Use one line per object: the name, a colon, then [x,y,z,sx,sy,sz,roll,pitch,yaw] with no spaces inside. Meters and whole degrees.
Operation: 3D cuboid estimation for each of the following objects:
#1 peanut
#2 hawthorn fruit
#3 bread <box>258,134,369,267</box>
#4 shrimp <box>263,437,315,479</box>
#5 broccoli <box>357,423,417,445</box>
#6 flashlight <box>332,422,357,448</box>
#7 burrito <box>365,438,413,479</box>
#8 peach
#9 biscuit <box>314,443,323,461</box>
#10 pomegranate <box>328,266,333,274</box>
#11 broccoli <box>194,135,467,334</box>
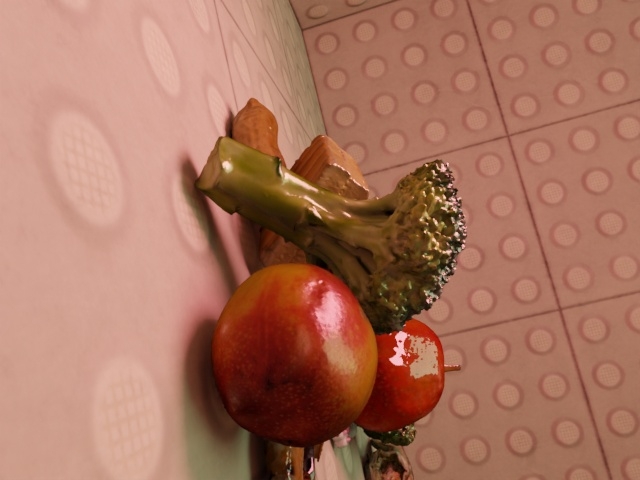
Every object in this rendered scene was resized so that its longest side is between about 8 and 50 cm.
peanut: [-0.123,-0.175,1.049,0.117,0.101,0.263,111,-29,-57]
hawthorn fruit: [0.202,0.325,1.347,0.287,0.330,0.287,-179,-90,-75]
bread: [-0.025,-0.063,1.032,0.111,0.246,0.239,32,18,-17]
shrimp: [-0.042,0.311,0.880,0.365,0.071,0.233,-93,171,-58]
broccoli: [0.207,0.440,1.562,0.303,0.283,0.321,34,31,-39]
flashlight: [0.059,0.463,1.335,0.200,0.047,0.093,53,21,-68]
burrito: [0.222,0.726,1.702,0.332,0.135,0.190,53,16,-78]
peach: [-0.033,0.144,0.691,0.231,0.230,0.231,-14,90,-82]
biscuit: [0.018,0.336,1.138,0.254,0.029,0.172,-19,122,-82]
pomegranate: [-0.012,0.005,1.293,0.222,0.276,0.204,52,-23,-19]
broccoli: [0.041,-0.028,0.817,0.397,0.353,0.275,62,1,-18]
